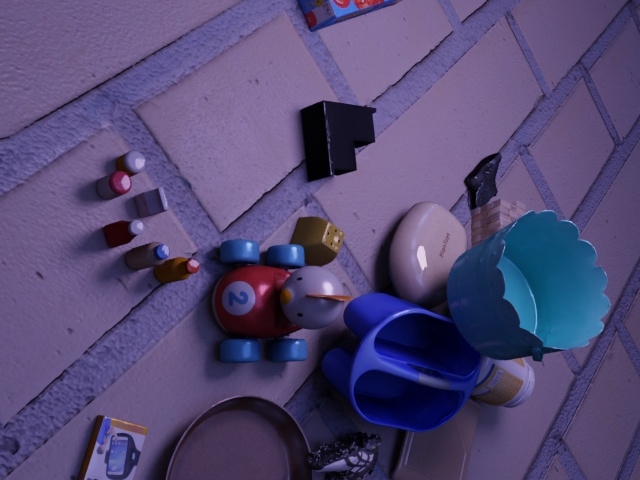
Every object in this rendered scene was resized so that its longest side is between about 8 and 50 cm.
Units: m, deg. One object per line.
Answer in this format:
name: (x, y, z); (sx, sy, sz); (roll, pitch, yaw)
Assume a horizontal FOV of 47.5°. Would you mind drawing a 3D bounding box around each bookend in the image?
bookend: (0.048, -0.205, 1.537); (0.157, 0.072, 0.156); (-2, 84, -42)

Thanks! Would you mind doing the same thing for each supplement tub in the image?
supplement tub: (0.388, 0.300, 1.687); (0.199, 0.144, 0.144); (31, 63, -33)

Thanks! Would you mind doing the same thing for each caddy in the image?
caddy: (0.173, 0.246, 1.441); (0.341, 0.179, 0.241); (20, 96, -37)

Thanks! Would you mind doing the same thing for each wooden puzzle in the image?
wooden puzzle: (0.259, 0.446, 1.623); (0.221, 0.044, 0.239); (35, 66, -31)

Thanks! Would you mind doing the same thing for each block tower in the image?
block tower: (0.393, 0.070, 1.588); (0.097, 0.091, 0.335); (22, 60, -31)

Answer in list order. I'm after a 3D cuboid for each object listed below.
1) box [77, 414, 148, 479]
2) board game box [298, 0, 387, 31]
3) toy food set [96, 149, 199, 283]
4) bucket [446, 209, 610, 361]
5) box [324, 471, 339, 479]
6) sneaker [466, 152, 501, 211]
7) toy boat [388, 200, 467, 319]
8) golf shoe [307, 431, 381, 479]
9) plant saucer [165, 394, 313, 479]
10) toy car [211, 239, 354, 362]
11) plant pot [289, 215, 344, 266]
box: (-0.329, 0.351, 1.141); (0.081, 0.028, 0.136); (27, 63, -34)
board game box: (0.046, -0.653, 1.610); (0.302, 0.086, 0.308); (-32, 103, -40)
toy food set: (-0.287, -0.038, 1.198); (0.111, 0.104, 0.232); (-17, 93, -41)
bucket: (0.394, 0.098, 1.405); (0.281, 0.183, 0.281); (11, 66, -26)
box: (0.045, 0.455, 1.447); (0.067, 0.018, 0.083); (29, 64, -34)
sneaker: (0.426, -0.149, 1.869); (0.170, 0.051, 0.089); (-42, 109, -32)
toy boat: (0.269, 0.084, 1.644); (0.318, 0.148, 0.267); (44, 51, -17)
golf shoe: (0.051, 0.428, 1.385); (0.198, 0.077, 0.094); (2, 90, -49)
plant saucer: (-0.144, 0.428, 1.271); (0.310, 0.050, 0.311); (9, 75, -39)
toy car: (-0.051, 0.102, 1.285); (0.210, 0.238, 0.219); (7, 77, -40)
plant pot: (0.000, 0.000, 1.451); (0.081, 0.083, 0.081); (35, 62, -31)
